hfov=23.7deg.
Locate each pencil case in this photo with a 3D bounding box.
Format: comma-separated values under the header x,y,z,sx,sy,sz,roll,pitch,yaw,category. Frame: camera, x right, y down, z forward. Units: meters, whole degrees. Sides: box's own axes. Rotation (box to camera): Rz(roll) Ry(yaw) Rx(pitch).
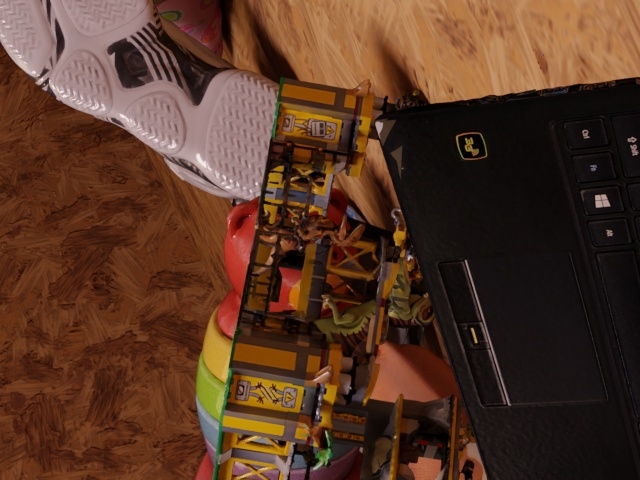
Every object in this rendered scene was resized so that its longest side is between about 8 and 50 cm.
x,y,z,sx,sy,sz,roll,pitch,yaw,category
-0.168,-0.253,1.635,0.124,0.124,0.284,63,170,14,pencil case

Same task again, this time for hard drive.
x,y,z,sx,sy,sz,roll,pitch,yaw,category
0.042,0.046,1.321,0.094,0.022,0.135,20,130,40,hard drive

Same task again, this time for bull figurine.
x,y,z,sx,sy,sz,roll,pitch,yaw,category
0.122,0.198,1.163,0.310,0.101,0.188,-125,16,-53,bull figurine

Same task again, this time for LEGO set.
x,y,z,sx,sy,sz,roll,pitch,yaw,category
0.042,0.059,1.029,0.331,0.192,0.255,-82,2,-47,LEGO set

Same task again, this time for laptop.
x,y,z,sx,sy,sz,roll,pitch,yaw,category
0.155,0.073,0.491,0.137,0.264,0.234,-63,-38,-51,laptop

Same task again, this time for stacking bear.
x,y,z,sx,sy,sz,roll,pitch,yaw,category
-0.028,0.095,1.294,0.164,0.175,0.289,-127,35,-57,stacking bear

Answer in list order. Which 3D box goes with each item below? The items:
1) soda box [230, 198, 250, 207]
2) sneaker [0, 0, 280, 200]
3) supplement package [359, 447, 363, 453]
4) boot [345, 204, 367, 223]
x,y,z,sx,sy,sz,roll,pitch,yaw,category
-0.090,-0.075,1.859,0.053,0.060,0.169,89,156,-67,soda box
-0.165,-0.151,1.503,0.365,0.137,0.210,34,175,0,sneaker
0.030,0.130,1.542,0.179,0.105,0.105,59,169,36,supplement package
0.000,0.000,1.472,0.258,0.095,0.123,41,149,52,boot
